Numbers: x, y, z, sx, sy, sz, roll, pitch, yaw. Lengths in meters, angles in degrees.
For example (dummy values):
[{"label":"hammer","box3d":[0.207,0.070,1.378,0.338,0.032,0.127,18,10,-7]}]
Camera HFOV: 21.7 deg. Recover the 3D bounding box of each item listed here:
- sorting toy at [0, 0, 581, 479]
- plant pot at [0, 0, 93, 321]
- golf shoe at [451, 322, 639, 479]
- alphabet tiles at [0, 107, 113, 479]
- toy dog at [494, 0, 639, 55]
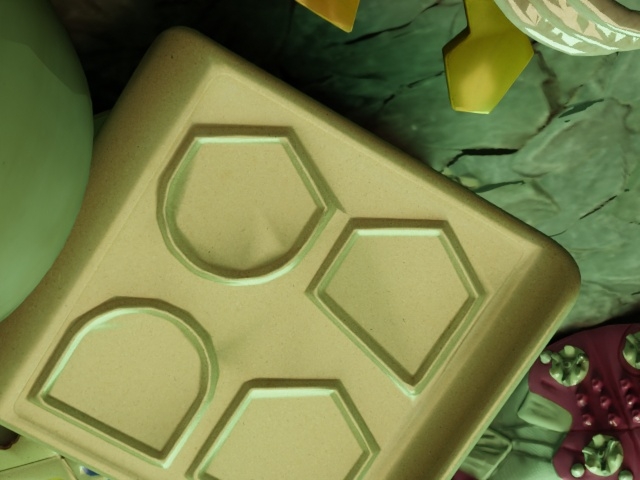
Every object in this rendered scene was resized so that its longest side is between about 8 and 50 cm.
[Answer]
[{"label":"sorting toy","box3d":[0.000,0.000,0.781,0.229,0.041,0.307,30,105,-10]},{"label":"plant pot","box3d":[-0.240,-0.069,0.647,0.323,0.323,0.280,-17,158,17]},{"label":"golf shoe","box3d":[0.169,0.136,1.106,0.306,0.115,0.140,-17,152,28]},{"label":"alphabet tiles","box3d":[-0.180,0.046,0.882,0.342,0.011,0.285,-17,113,28]},{"label":"toy dog","box3d":[0.040,-0.226,0.537,0.220,0.161,0.333,-46,102,-5]}]
